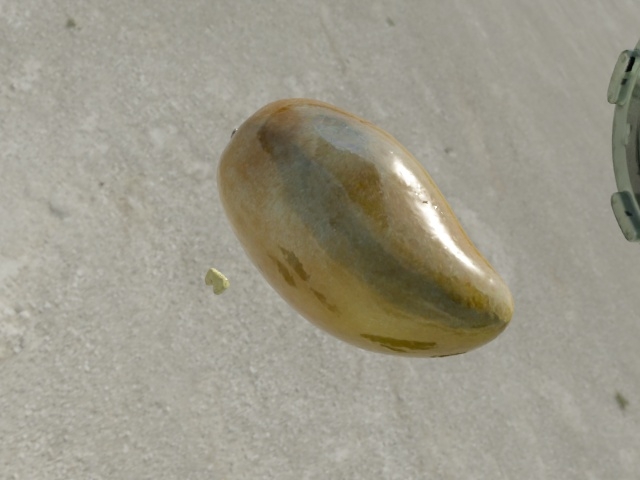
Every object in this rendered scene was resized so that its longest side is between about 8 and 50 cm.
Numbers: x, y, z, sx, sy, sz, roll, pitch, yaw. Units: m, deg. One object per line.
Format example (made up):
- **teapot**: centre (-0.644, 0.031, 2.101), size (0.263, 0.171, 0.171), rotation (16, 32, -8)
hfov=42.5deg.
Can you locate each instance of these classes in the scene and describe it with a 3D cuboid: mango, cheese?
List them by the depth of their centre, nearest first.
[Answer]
- **mango**: centre (0.042, -0.010, 0.907), size (0.384, 0.199, 0.221), rotation (38, 54, 21)
- **cheese**: centre (-0.229, 0.092, 1.807), size (0.044, 0.083, 0.030), rotation (-50, 125, -8)

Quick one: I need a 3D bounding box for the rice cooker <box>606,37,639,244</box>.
- **rice cooker**: centre (0.346, -0.070, 0.558), size (0.227, 0.280, 0.241), rotation (-4, 108, -16)
